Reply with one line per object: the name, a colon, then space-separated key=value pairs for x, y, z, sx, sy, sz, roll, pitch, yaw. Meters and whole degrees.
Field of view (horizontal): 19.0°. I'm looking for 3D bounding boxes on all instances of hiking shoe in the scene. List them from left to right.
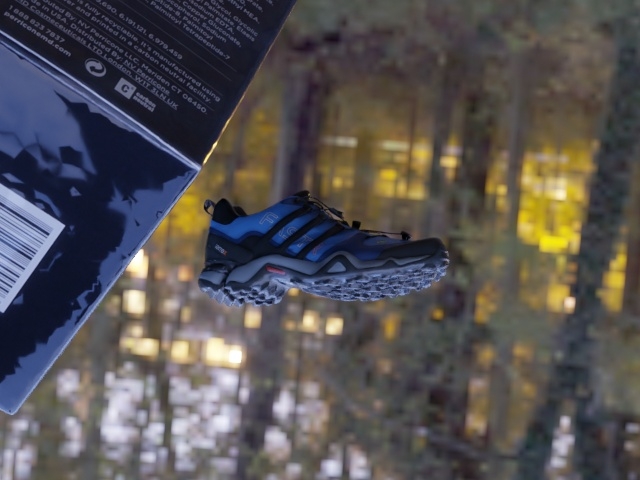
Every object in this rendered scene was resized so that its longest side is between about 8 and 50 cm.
hiking shoe: x=0.000 y=0.000 z=2.235 sx=0.304 sy=0.132 sz=0.113 roll=-3 pitch=165 yaw=14

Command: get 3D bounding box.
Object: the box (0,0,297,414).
box: x=-0.280 y=-0.149 z=2.142 sx=0.297 sy=0.480 sz=0.472 roll=33 pitch=-139 yaw=-9
